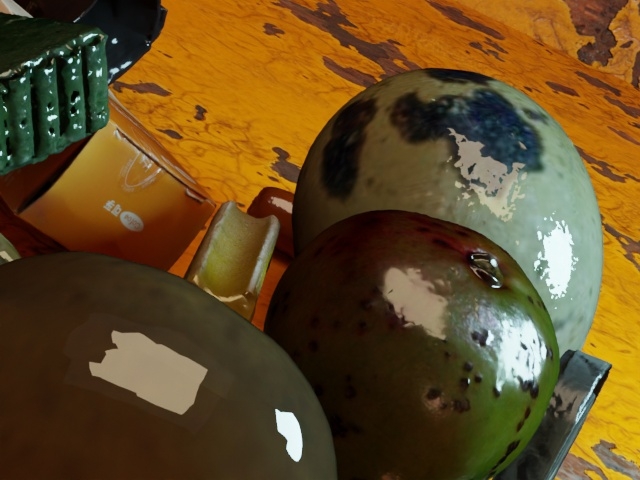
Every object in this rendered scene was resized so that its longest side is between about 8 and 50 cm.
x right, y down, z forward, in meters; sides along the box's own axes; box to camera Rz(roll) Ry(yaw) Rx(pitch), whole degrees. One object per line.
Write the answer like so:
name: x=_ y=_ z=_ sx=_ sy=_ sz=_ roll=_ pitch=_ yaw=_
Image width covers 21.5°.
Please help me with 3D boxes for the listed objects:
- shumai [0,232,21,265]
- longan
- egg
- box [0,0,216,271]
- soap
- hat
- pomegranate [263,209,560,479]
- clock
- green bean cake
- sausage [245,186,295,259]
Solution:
shumai: x=-0.331 y=0.019 z=1.502 sx=0.283 sy=0.217 sz=0.346 roll=19 pitch=20 yaw=-15
longan: x=-0.164 y=0.170 z=1.241 sx=0.361 sy=0.361 sz=0.361 roll=22 pitch=23 yaw=-10
egg: x=0.141 y=0.006 z=1.869 sx=0.345 sy=0.345 sz=0.428 roll=16 pitch=46 yaw=-23
box: x=-0.294 y=-0.119 z=1.840 sx=0.341 sy=0.143 sz=0.225 roll=47 pitch=4 yaw=38
soap: x=-0.112 y=0.077 z=1.680 sx=0.080 sy=0.160 sz=0.257 roll=23 pitch=22 yaw=-3
hat: x=-0.352 y=-0.296 z=2.152 sx=0.209 sy=0.238 sz=0.336 roll=32 pitch=33 yaw=8
pomegranate: x=0.067 y=0.140 z=1.511 sx=0.291 sy=0.323 sz=0.291 roll=22 pitch=9 yaw=-4
clock: x=0.214 y=0.210 z=1.655 sx=0.049 sy=0.226 sz=0.226 roll=28 pitch=23 yaw=12
green bean cake: x=-0.327 y=-0.143 z=1.617 sx=0.208 sy=0.107 sz=0.193 roll=16 pitch=35 yaw=34
sausage: x=0.000 y=0.000 z=2.076 sx=0.197 sy=0.076 sz=0.076 roll=27 pitch=23 yaw=0
